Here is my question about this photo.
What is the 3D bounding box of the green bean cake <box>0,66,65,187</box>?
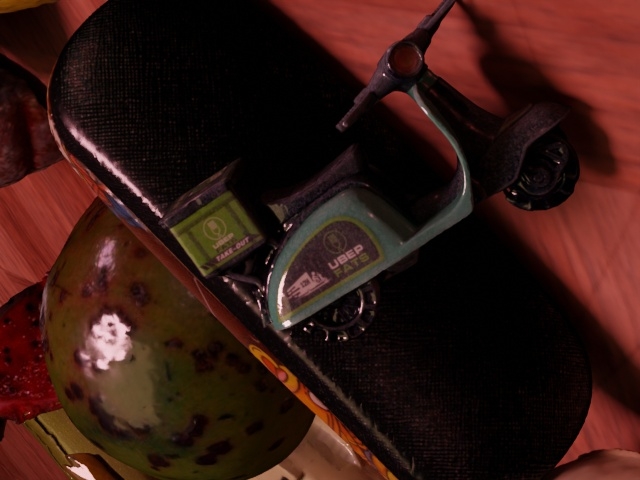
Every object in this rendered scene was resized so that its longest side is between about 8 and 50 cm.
[{"bbox_3d":[-0.329,-0.112,1.056,0.233,0.198,0.097,48,153,34],"label":"green bean cake"}]

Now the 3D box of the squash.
[{"bbox_3d":[-0.235,0.224,1.491,0.341,0.094,0.094,50,156,-14],"label":"squash"}]

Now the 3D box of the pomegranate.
[{"bbox_3d":[-0.047,0.056,0.832,0.248,0.202,0.202,8,148,6],"label":"pomegranate"}]

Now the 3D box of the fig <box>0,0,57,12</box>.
[{"bbox_3d":[-0.152,-0.140,0.577,0.159,0.257,0.159,21,146,15],"label":"fig"}]

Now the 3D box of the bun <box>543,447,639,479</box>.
[{"bbox_3d":[0.199,0.246,0.690,0.299,0.165,0.299,31,162,12],"label":"bun"}]

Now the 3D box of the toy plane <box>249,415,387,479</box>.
[{"bbox_3d":[-0.023,0.144,1.022,0.256,0.104,0.242,45,142,16],"label":"toy plane"}]

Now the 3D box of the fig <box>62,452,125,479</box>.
[{"bbox_3d":[-0.077,0.306,1.111,0.368,0.286,0.286,37,156,5],"label":"fig"}]

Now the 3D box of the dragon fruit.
[{"bbox_3d":[-0.254,0.114,1.228,0.092,0.192,0.122,37,142,35],"label":"dragon fruit"}]

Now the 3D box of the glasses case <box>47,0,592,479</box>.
[{"bbox_3d":[0.000,0.000,0.706,0.321,0.122,0.082,45,161,1],"label":"glasses case"}]

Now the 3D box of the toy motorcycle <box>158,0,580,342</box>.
[{"bbox_3d":[0.025,-0.024,0.609,0.100,0.173,0.058,54,-164,-12],"label":"toy motorcycle"}]
